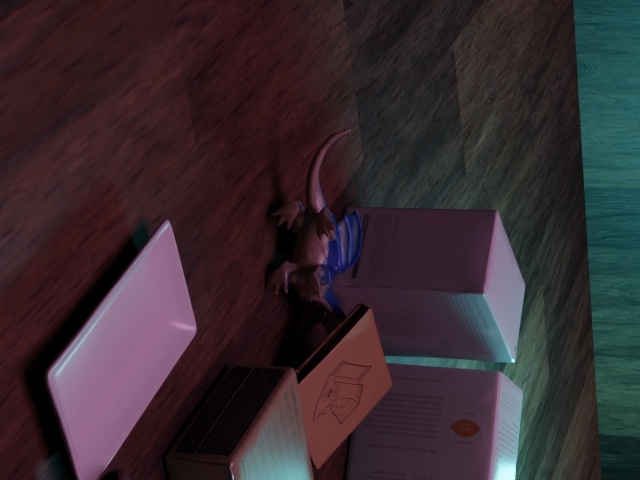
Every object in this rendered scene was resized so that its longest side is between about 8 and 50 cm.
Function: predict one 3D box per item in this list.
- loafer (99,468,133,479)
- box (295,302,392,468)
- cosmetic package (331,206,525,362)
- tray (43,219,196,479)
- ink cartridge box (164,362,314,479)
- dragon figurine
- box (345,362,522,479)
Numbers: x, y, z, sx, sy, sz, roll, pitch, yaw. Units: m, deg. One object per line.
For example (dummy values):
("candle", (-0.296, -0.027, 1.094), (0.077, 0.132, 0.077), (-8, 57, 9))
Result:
("loafer", (-0.234, 0.310, 1.296), (0.095, 0.109, 0.302), (65, 29, -11))
("box", (0.022, 0.193, 1.918), (0.164, 0.021, 0.201), (-46, 149, -20))
("cosmetic package", (0.158, 0.063, 2.096), (0.224, 0.225, 0.138), (60, 38, -55))
("tray", (-0.198, 0.107, 1.443), (0.270, 0.030, 0.145), (-59, 145, -52))
("ink cartridge box", (-0.083, 0.288, 1.682), (0.193, 0.088, 0.234), (-52, 140, -54))
("dragon figurine", (0.000, 0.000, 1.866), (0.144, 0.085, 0.289), (-7, 103, -71))
("box", (0.160, 0.365, 2.147), (0.168, 0.215, 0.345), (39, 56, -65))
